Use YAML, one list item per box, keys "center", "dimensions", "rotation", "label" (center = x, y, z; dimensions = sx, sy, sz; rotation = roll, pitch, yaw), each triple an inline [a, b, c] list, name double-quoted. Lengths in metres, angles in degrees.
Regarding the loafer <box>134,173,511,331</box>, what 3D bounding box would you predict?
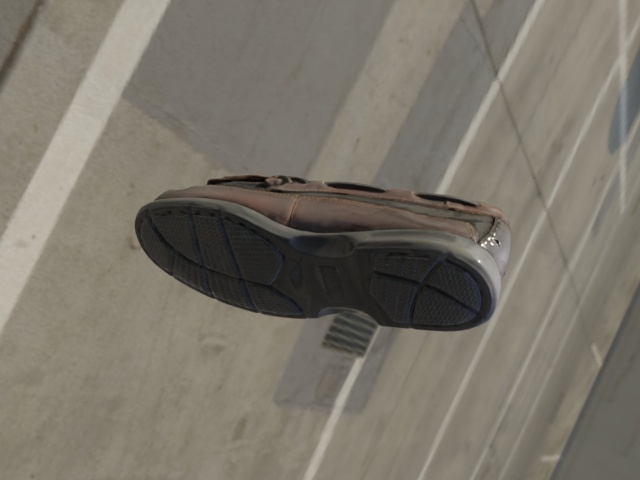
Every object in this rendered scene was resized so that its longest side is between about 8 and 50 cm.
- center: [0.000, 0.000, 0.654]
  dimensions: [0.095, 0.302, 0.109]
  rotation: [-56, 146, -44]
  label: "loafer"
